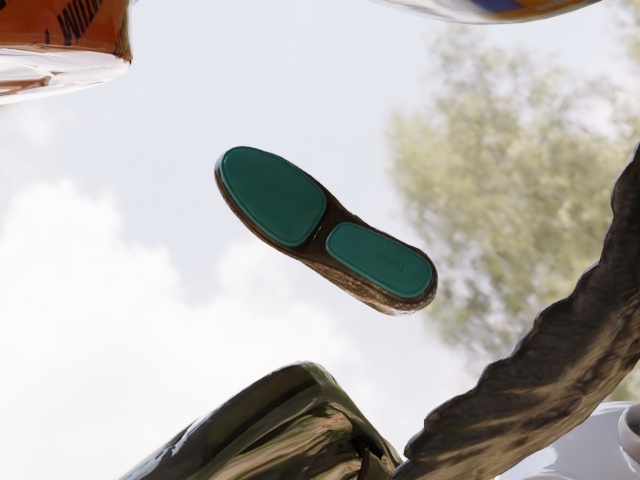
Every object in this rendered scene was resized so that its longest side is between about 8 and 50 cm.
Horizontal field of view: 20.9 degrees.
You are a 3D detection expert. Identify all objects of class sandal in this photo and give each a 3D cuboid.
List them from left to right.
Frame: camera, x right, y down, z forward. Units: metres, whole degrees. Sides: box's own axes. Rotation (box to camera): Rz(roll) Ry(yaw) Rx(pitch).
[{"bbox_3d":[-0.009,0.132,0.815,0.120,0.086,0.303,-37,-25,9],"label":"sandal"}]

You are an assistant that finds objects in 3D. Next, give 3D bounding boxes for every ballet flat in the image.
[{"bbox_3d":[0.000,0.000,1.383,0.073,0.206,0.067,-49,-14,-20],"label":"ballet flat"}]

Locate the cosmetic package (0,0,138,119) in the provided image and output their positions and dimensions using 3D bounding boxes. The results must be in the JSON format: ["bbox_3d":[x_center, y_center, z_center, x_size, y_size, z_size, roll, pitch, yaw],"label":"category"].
[{"bbox_3d":[-0.207,-0.215,1.266,0.296,0.129,0.153,-41,-87,6],"label":"cosmetic package"}]

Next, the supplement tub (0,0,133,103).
[{"bbox_3d":[-0.148,-0.210,0.498,0.207,0.207,0.338,-4,-92,-40],"label":"supplement tub"}]

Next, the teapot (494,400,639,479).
[{"bbox_3d":[0.209,0.252,1.349,0.187,0.252,0.256,-7,-93,-46],"label":"teapot"}]

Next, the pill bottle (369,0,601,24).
[{"bbox_3d":[-0.005,-0.130,0.323,0.152,0.152,0.272,-64,-22,11],"label":"pill bottle"}]

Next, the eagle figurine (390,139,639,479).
[{"bbox_3d":[0.147,-0.008,0.624,0.225,0.226,0.298,-8,-76,-62],"label":"eagle figurine"}]
